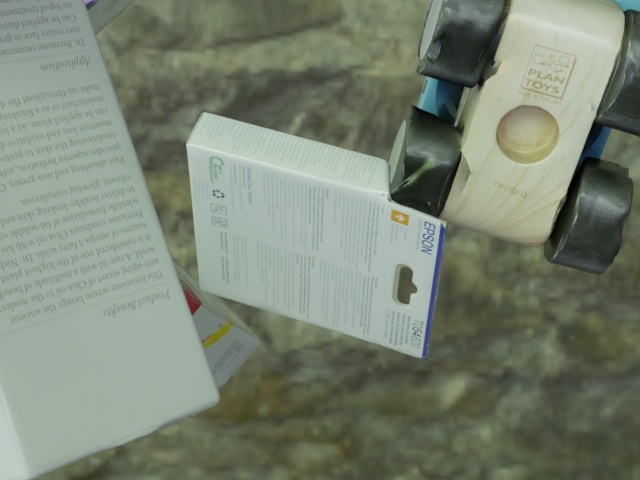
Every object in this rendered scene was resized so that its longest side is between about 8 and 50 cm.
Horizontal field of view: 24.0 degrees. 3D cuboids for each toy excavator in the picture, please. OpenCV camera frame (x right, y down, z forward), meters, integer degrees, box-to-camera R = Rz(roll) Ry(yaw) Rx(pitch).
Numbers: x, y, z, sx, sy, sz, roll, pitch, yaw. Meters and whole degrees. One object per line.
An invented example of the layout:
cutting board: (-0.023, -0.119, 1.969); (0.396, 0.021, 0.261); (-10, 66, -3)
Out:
toy excavator: (0.214, -0.246, 1.480); (0.222, 0.433, 0.445); (14, 25, -4)

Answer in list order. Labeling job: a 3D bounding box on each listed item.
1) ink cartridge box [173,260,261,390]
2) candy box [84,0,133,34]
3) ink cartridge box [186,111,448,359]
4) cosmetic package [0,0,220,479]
ink cartridge box: (-0.184, 0.101, 1.766); (0.128, 0.127, 0.176); (44, 4, 38)
candy box: (-0.306, -0.294, 1.591); (0.196, 0.165, 0.070); (38, -25, 9)
ink cartridge box: (0.000, 0.000, 1.282); (0.224, 0.045, 0.223); (18, -33, 10)
cosmetic package: (-0.284, -0.024, 1.332); (0.161, 0.453, 0.230); (-20, -2, 43)
